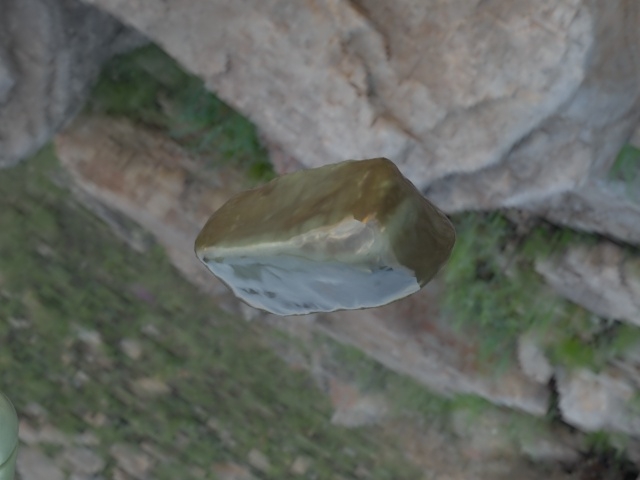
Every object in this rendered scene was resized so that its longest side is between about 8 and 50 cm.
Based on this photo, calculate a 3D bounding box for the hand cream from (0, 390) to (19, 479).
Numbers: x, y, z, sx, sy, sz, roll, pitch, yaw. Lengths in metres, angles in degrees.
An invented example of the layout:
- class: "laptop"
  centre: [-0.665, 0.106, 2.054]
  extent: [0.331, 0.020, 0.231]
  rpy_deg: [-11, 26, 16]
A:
- class: "hand cream"
  centre: [-0.362, 0.231, 1.503]
  extent: [0.147, 0.093, 0.306]
  rpy_deg: [56, 156, 13]

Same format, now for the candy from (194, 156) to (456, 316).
- class: "candy"
  centre: [0.000, 0.000, 1.233]
  extent: [0.234, 0.102, 0.104]
  rpy_deg: [-4, 142, 50]
